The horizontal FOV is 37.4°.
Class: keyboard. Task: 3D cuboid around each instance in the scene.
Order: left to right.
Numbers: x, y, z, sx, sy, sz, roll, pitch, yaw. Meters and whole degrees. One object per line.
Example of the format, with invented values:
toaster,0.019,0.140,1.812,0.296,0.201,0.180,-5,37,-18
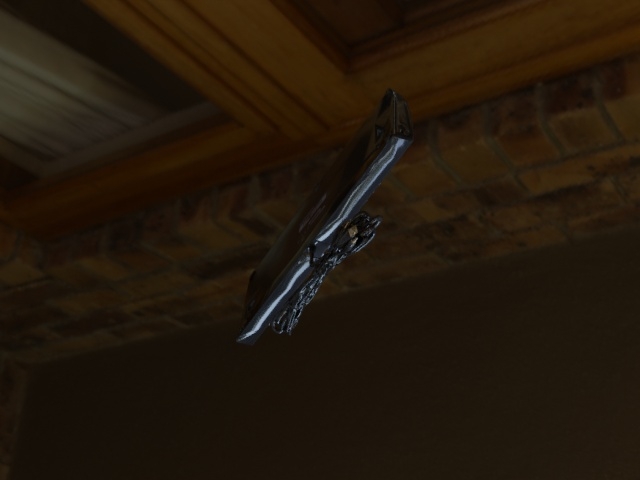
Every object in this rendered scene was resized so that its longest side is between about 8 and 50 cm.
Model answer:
keyboard,0.000,0.000,0.978,0.317,0.033,0.202,-53,-162,33
